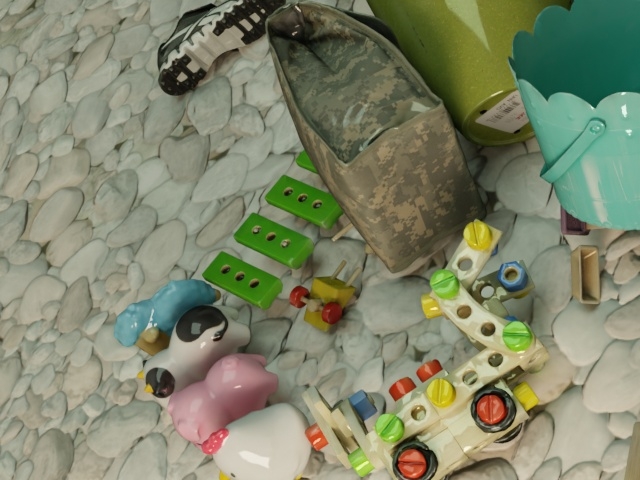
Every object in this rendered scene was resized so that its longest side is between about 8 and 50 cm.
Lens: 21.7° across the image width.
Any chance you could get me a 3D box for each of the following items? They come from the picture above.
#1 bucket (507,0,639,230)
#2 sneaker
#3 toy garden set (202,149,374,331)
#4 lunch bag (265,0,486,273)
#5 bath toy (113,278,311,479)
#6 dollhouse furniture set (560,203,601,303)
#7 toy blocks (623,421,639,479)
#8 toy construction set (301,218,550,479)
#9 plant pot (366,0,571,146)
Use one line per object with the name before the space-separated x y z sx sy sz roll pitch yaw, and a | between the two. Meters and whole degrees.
bucket | 0.351 -0.151 1.806 0.281 0.183 0.281 -13 30 8
sneaker | -0.158 -0.321 2.491 0.234 0.078 0.106 -37 44 12
toy garden set | 0.000 0.000 2.125 0.204 0.049 0.244 24 67 38
lunch bag | 0.053 -0.144 2.020 0.169 0.235 0.287 -33 51 -5
bath toy | -0.136 0.185 2.028 0.348 0.129 0.151 48 128 49
dollhouse furniture set | 0.328 0.012 1.847 0.081 0.091 0.114 -7 81 52
toy blocks | 0.440 0.192 1.548 0.381 0.190 0.261 -12 39 31
toy construction set | 0.117 0.152 1.833 0.328 0.151 0.215 -41 65 16
plant pot | 0.198 -0.273 2.057 0.275 0.275 0.293 -26 61 21
